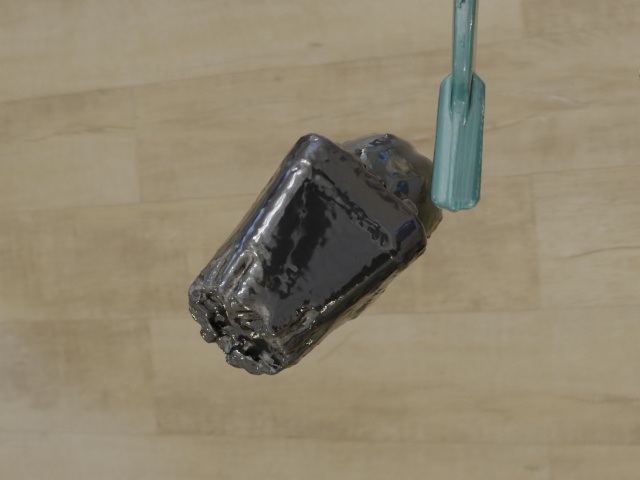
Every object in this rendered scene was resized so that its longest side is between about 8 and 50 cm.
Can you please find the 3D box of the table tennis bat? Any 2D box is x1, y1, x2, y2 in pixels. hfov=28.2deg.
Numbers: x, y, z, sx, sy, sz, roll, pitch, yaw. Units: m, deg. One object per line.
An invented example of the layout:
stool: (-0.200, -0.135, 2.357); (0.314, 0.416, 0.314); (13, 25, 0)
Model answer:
table tennis bat: (0.094, -0.118, 0.830); (0.033, 0.124, 0.201); (4, 97, 7)

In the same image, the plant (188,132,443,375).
plant: (0.000, 0.000, 1.089); (0.142, 0.256, 0.164); (45, 143, 5)

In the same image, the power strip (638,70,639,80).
power strip: (0.368, -0.153, 1.379); (0.035, 0.055, 0.083); (-14, 93, 43)
